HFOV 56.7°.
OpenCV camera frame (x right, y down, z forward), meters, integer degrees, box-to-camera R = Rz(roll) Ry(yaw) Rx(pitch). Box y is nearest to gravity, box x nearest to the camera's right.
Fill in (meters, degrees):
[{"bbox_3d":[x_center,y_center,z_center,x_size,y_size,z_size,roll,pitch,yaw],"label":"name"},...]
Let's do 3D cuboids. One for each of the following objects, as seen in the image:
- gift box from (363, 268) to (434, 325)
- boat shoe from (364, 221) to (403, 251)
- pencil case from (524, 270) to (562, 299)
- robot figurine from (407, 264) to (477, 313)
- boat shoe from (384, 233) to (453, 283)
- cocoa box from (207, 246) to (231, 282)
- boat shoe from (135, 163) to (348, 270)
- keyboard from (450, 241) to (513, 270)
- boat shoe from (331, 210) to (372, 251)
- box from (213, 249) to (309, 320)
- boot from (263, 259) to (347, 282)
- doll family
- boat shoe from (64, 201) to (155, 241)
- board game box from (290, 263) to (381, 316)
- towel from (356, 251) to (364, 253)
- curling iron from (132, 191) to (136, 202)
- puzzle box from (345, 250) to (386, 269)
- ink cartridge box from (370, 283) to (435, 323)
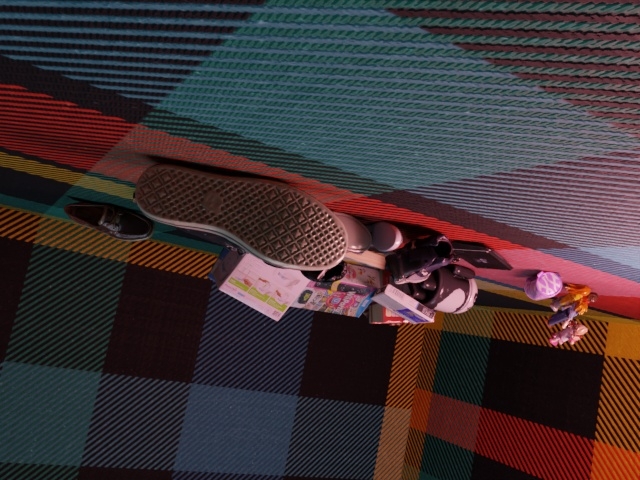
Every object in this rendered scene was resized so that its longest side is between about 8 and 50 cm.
[{"bbox_3d":[0.313,0.227,2.492,0.276,0.255,0.258,6,171,-8],"label":"gift box"},{"bbox_3d":[0.176,-0.005,1.637,0.076,0.080,0.228,7,175,-23],"label":"boat shoe"},{"bbox_3d":[0.739,0.152,1.983,0.088,0.086,0.206,44,177,13],"label":"pencil case"},{"bbox_3d":[0.455,0.179,2.208,0.278,0.174,0.209,16,170,-31],"label":"robot figurine"},{"bbox_3d":[0.309,0.046,1.673,0.158,0.127,0.340,-21,178,23],"label":"boat shoe"},{"bbox_3d":[-0.244,0.120,2.320,0.231,0.228,0.347,30,176,13],"label":"cocoa box"},{"bbox_3d":[-0.176,-0.058,1.385,0.500,0.187,0.156,15,177,2],"label":"boat shoe"},{"bbox_3d":[0.453,0.046,1.790,0.201,0.033,0.317,3,169,30],"label":"keyboard"},{"bbox_3d":[0.017,-0.031,1.590,0.254,0.095,0.079,15,169,-23],"label":"boat shoe"},{"bbox_3d":[-0.188,0.109,2.018,0.262,0.231,0.127,33,-171,-30],"label":"box"},{"bbox_3d":[-0.051,0.053,1.661,0.246,0.094,0.207,9,-176,-3],"label":"boot"},{"bbox_3d":[0.866,0.237,2.058,0.118,0.263,0.163,43,141,-3],"label":"doll family"},{"bbox_3d":[-0.815,-0.080,2.285,0.342,0.123,0.123,17,173,0],"label":"boat shoe"},{"bbox_3d":[0.053,0.187,2.332,0.303,0.097,0.224,11,139,-18],"label":"board game box"},{"bbox_3d":[0.000,0.000,1.806,0.237,0.037,0.329,18,179,-5],"label":"towel"},{"bbox_3d":[-0.518,-0.133,1.788,0.068,0.035,0.274,14,172,-24],"label":"curling iron"},{"bbox_3d":[0.032,0.038,2.217,0.272,0.052,0.409,4,170,36],"label":"puzzle box"},{"bbox_3d":[0.304,0.242,2.219,0.206,0.045,0.208,31,165,-3],"label":"ink cartridge box"}]
